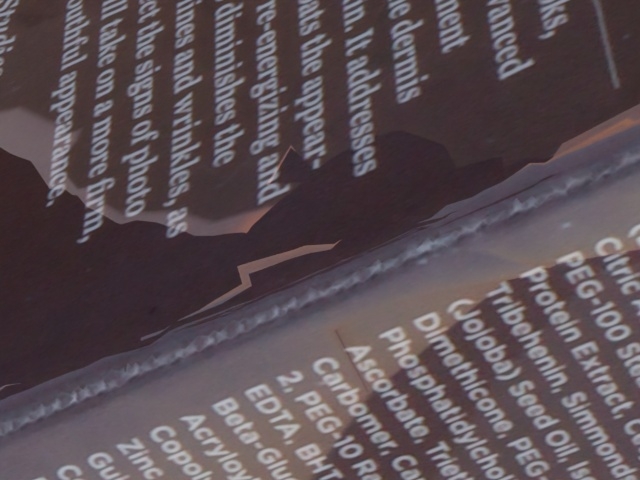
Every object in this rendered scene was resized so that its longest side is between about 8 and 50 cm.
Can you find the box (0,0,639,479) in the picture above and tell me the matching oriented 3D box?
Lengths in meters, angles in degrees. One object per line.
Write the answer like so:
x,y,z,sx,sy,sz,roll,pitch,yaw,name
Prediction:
0.000,0.000,0.435,0.381,0.143,0.191,-24,38,19,box
